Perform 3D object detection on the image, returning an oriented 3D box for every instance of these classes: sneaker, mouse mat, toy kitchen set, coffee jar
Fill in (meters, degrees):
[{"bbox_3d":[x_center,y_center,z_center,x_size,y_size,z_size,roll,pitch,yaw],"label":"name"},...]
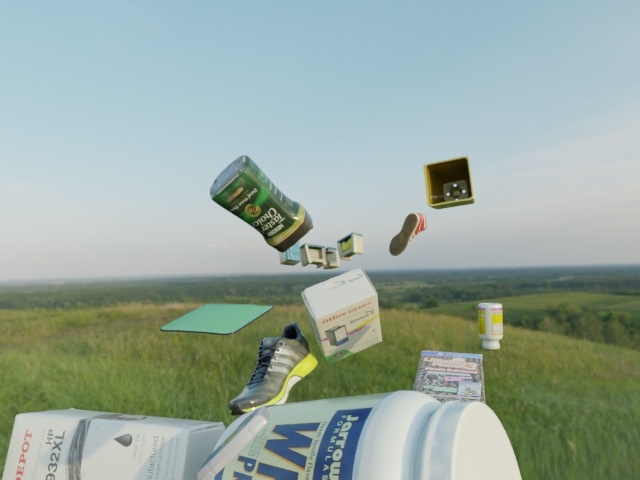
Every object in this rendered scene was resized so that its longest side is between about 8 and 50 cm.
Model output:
[{"bbox_3d":[-0.115,0.287,1.071,0.111,0.121,0.300,-15,8,26],"label":"sneaker"},{"bbox_3d":[-0.206,0.155,0.957,0.189,0.007,0.152,-2,12,28],"label":"mouse mat"},{"bbox_3d":[0.000,0.000,1.458,0.207,0.122,0.166,9,-27,-37],"label":"toy kitchen set"},{"bbox_3d":[0.210,-0.015,1.129,0.042,0.118,0.067,41,29,24],"label":"sneaker"},{"bbox_3d":[-0.101,-0.060,0.857,0.096,0.079,0.184,-40,-58,16],"label":"coffee jar"}]

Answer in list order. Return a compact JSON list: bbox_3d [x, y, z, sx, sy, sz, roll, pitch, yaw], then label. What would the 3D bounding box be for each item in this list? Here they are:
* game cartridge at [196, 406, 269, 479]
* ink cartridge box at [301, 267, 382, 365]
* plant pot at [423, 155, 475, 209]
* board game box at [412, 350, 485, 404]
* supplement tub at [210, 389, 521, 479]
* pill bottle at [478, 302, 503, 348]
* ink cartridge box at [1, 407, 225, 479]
[{"bbox_3d":[-0.086,0.202,0.472,0.083,0.017,0.056,-43,-1,-9],"label":"game cartridge"},{"bbox_3d":[0.054,0.183,1.125,0.154,0.093,0.212,-22,-44,-10],"label":"ink cartridge box"},{"bbox_3d":[0.243,-0.098,0.876,0.081,0.081,0.083,-9,-13,25],"label":"plant pot"},{"bbox_3d":[0.274,0.399,1.013,0.141,0.232,0.291,0,8,17],"label":"board game box"},{"bbox_3d":[0.045,0.304,0.556,0.325,0.235,0.235,-19,-13,33],"label":"supplement tub"},{"bbox_3d":[0.323,0.162,0.904,0.043,0.083,0.043,0,-3,0],"label":"pill bottle"},{"bbox_3d":[-0.323,0.389,0.732,0.307,0.223,0.129,-1,-16,15],"label":"ink cartridge box"}]
